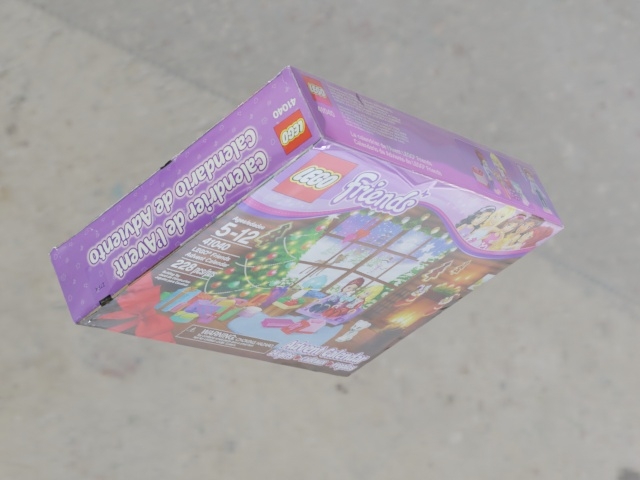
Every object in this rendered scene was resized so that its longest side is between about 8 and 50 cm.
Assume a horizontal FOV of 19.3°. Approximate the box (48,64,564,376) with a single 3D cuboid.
[{"bbox_3d":[0.000,0.000,1.195,0.293,0.201,0.057,16,44,-54],"label":"box"}]
